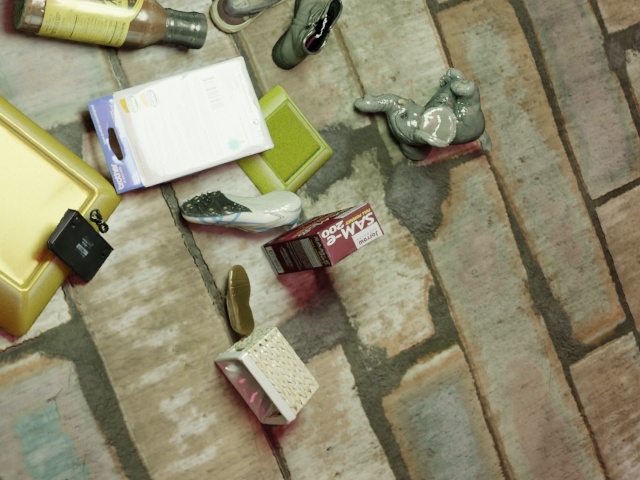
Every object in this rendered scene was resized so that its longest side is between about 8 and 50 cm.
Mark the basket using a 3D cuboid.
[{"bbox_3d":[-0.098,0.255,1.928,0.103,0.113,0.167,-42,105,-30],"label":"basket"}]

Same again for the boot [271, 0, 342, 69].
[{"bbox_3d":[0.003,-0.455,2.033,0.083,0.161,0.246,32,70,-23],"label":"boot"}]

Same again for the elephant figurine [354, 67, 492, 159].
[{"bbox_3d":[0.221,-0.249,2.157,0.239,0.186,0.169,-31,143,-18],"label":"elephant figurine"}]

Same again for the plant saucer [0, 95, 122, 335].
[{"bbox_3d":[-0.540,-0.061,1.726,0.333,0.081,0.332,39,65,-19],"label":"plant saucer"}]

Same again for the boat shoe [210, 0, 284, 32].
[{"bbox_3d":[-0.099,-0.520,2.023,0.285,0.092,0.102,-43,105,-26],"label":"boat shoe"}]

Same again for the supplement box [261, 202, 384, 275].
[{"bbox_3d":[0.000,0.000,1.935,0.130,0.239,0.073,-31,99,-29],"label":"supplement box"}]

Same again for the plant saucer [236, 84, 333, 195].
[{"bbox_3d":[-0.077,-0.192,2.026,0.188,0.045,0.188,-46,107,-25],"label":"plant saucer"}]

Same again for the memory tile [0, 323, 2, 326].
[{"bbox_3d":[-0.596,0.139,1.718,0.113,0.012,0.147,21,74,-26],"label":"memory tile"}]

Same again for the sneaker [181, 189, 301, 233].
[{"bbox_3d":[-0.152,-0.048,1.954,0.237,0.085,0.086,-2,127,-20],"label":"sneaker"}]

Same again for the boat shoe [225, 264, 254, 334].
[{"bbox_3d":[-0.162,0.114,1.944,0.050,0.045,0.135,-6,90,-40],"label":"boat shoe"}]

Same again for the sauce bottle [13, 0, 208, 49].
[{"bbox_3d":[-0.377,-0.409,1.848,0.345,0.111,0.111,3,83,-30],"label":"sauce bottle"}]

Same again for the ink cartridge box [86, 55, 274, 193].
[{"bbox_3d":[-0.263,-0.213,1.895,0.311,0.065,0.185,-20,93,-20],"label":"ink cartridge box"}]

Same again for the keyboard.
[{"bbox_3d":[-0.410,-0.002,1.760,0.023,0.180,0.108,29,76,19],"label":"keyboard"}]
